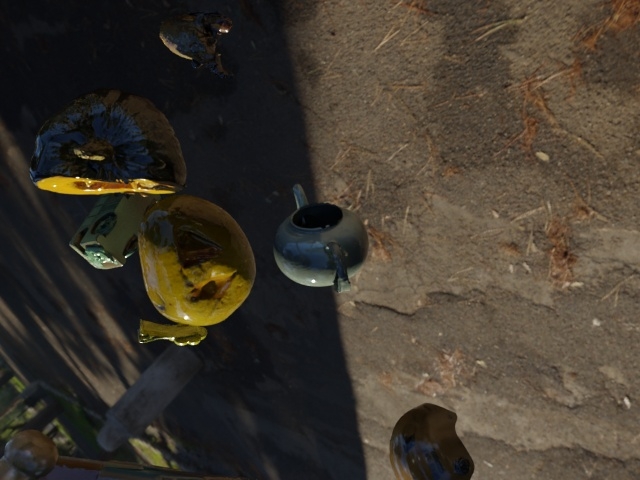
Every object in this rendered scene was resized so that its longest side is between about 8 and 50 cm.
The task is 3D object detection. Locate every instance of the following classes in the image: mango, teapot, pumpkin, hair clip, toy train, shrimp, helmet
[{"bbox_3d":[-0.281,0.044,1.151,0.182,0.252,0.365,48,162,42],"label":"mango"},{"bbox_3d":[0.000,0.000,1.028,0.294,0.193,0.130,-122,19,-56],"label":"teapot"},{"bbox_3d":[-0.461,-0.219,1.121,0.242,0.324,0.233,169,98,-82],"label":"pumpkin"},{"bbox_3d":[-0.380,0.240,1.331,0.046,0.173,0.072,-66,33,31],"label":"hair clip"},{"bbox_3d":[-0.590,-0.064,1.515,0.159,0.327,0.129,-9,136,25],"label":"toy train"},{"bbox_3d":[-0.173,-0.321,0.795,0.262,0.117,0.066,43,164,41],"label":"shrimp"},{"bbox_3d":[0.219,0.463,1.090,0.198,0.129,0.225,121,143,-65],"label":"helmet"}]

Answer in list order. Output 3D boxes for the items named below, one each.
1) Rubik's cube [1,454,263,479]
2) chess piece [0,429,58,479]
[{"bbox_3d":[-0.314,0.544,0.824,0.344,0.347,0.346,-4,152,26],"label":"Rubik's cube"},{"bbox_3d":[-0.421,0.357,0.581,0.124,0.307,0.138,40,157,-17],"label":"chess piece"}]
